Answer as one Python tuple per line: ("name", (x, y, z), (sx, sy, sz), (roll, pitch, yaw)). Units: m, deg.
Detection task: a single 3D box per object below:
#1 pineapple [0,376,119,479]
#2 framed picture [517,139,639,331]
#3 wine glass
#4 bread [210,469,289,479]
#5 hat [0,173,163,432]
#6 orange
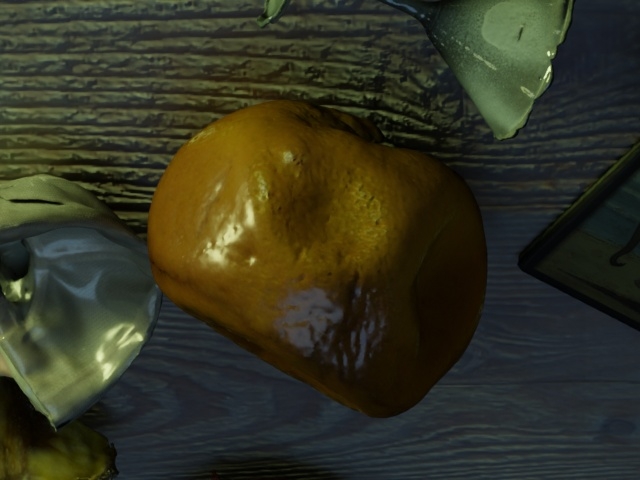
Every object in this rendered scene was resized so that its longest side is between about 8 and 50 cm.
("pineapple", (-0.320, 0.182, 1.605), (0.334, 0.158, 0.161), (29, 130, -23))
("framed picture", (0.346, -0.028, 1.441), (0.265, 0.016, 0.347), (28, 130, -20))
("wine glass", (0.059, -0.147, 1.282), (0.183, 0.122, 0.122), (20, 133, -10))
("bread", (-0.048, 0.302, 1.713), (0.224, 0.142, 0.212), (25, 135, -18))
("hat", (-0.247, 0.012, 1.493), (0.226, 0.164, 0.219), (32, 144, 30))
("orange", (0.000, 0.000, 1.383), (0.249, 0.183, 0.249), (31, 174, 3))
